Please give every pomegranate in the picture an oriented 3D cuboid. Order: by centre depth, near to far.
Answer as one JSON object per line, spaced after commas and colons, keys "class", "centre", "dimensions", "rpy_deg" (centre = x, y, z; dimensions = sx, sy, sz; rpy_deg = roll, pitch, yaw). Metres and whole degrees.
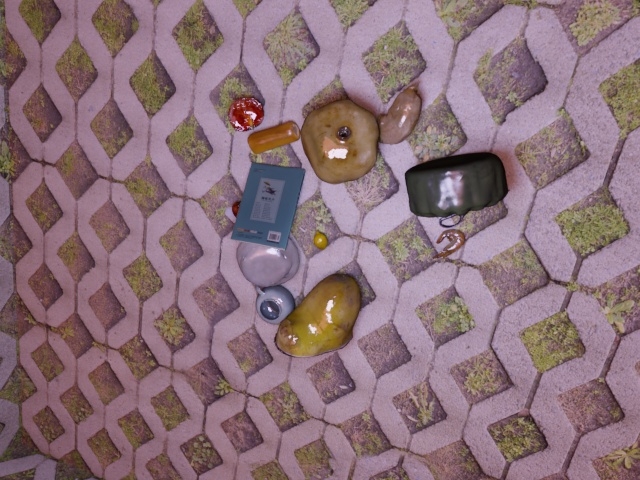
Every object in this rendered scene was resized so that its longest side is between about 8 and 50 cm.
{"class": "pomegranate", "centre": [0.074, -0.386, 1.685], "dimensions": [0.333, 0.332, 0.332], "rpy_deg": [4, 105, 16]}

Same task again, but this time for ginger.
{"class": "ginger", "centre": [0.315, -0.486, 1.679], "dimensions": [0.152, 0.138, 0.267], "rpy_deg": [47, 116, 7]}

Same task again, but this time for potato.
{"class": "potato", "centre": [-0.006, 0.294, 1.862], "dimensions": [0.397, 0.290, 0.296], "rpy_deg": [-2, 115, -24]}

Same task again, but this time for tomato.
{"class": "tomato", "centre": [-0.328, -0.552, 1.882], "dimensions": [0.159, 0.091, 0.139], "rpy_deg": [-27, 105, -6]}

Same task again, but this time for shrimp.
{"class": "shrimp", "centre": [0.523, 0.016, 1.788], "dimensions": [0.162, 0.045, 0.095], "rpy_deg": [-39, 90, 23]}

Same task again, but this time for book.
{"class": "book", "centre": [-0.231, -0.159, 1.889], "dimensions": [0.264, 0.031, 0.379], "rpy_deg": [11, 78, 13]}

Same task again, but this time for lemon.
{"class": "lemon", "centre": [0.000, 0.000, 1.931], "dimensions": [0.065, 0.065, 0.092], "rpy_deg": [-15, 97, 20]}

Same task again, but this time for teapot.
{"class": "teapot", "centre": [-0.220, 0.310, 2.040], "dimensions": [0.193, 0.129, 0.294], "rpy_deg": [-32, 93, 20]}

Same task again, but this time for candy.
{"class": "candy", "centre": [-0.241, 0.076, 1.961], "dimensions": [0.295, 0.185, 0.295], "rpy_deg": [0, 105, 1]}

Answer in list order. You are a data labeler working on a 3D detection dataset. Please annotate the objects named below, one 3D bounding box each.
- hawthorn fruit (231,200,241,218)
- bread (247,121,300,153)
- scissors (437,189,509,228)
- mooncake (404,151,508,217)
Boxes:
{"class": "hawthorn fruit", "centre": [-0.375, -0.135, 2.010], "dimensions": [0.081, 0.081, 0.093], "rpy_deg": [11, 136, 14]}
{"class": "bread", "centre": [-0.208, -0.454, 1.877], "dimensions": [0.239, 0.074, 0.092], "rpy_deg": [-13, 94, 19]}
{"class": "scissors", "centre": [0.617, -0.143, 1.734], "dimensions": [0.300, 0.022, 0.109], "rpy_deg": [-25, 99, 20]}
{"class": "mooncake", "centre": [0.497, -0.202, 1.580], "dimensions": [0.356, 0.356, 0.194], "rpy_deg": [-8, 106, 18]}
